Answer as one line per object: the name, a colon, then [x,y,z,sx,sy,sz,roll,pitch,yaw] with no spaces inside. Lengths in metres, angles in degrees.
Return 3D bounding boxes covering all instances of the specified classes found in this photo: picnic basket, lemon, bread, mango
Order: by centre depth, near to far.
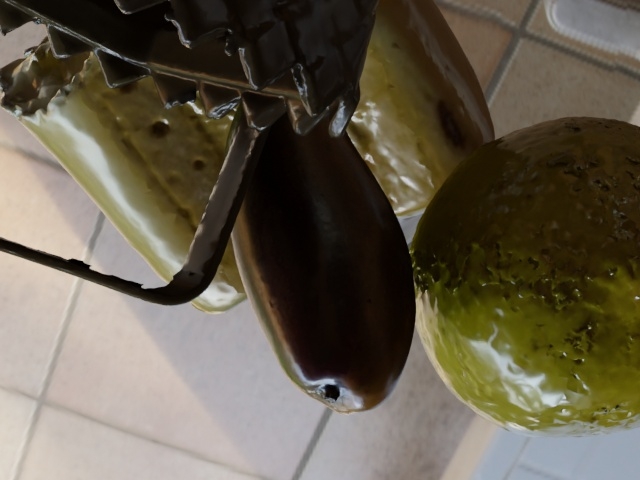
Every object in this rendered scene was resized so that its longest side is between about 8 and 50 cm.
picnic basket: [-0.126,-0.136,0.739,0.254,0.291,0.321,23,85,-44]
mango: [0.000,0.000,0.862,0.133,0.267,0.111,-6,160,-28]
lemon: [0.196,0.033,0.931,0.258,0.310,0.258,0,82,2]
bread: [-0.044,-0.127,1.094,0.361,0.250,0.394,-32,118,14]
